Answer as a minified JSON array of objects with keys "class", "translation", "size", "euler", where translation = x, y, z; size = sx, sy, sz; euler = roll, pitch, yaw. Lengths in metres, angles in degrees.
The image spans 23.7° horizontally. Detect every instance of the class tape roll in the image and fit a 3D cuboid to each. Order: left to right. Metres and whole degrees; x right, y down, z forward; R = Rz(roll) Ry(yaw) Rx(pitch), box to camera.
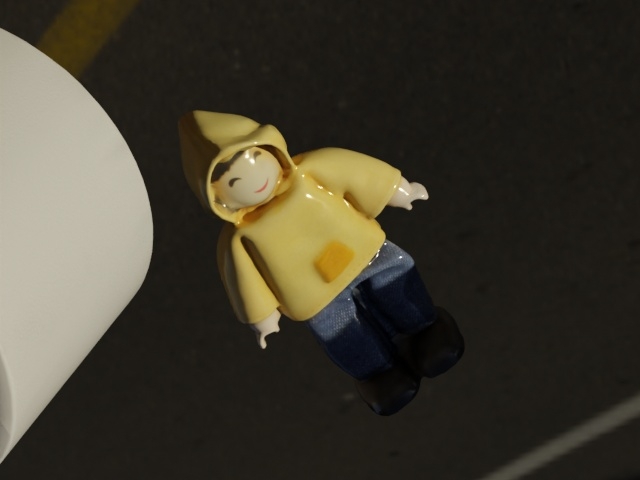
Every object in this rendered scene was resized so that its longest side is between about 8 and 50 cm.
[{"class":"tape roll","translation":[-0.246,0.007,0.913],"size":[0.246,0.169,0.246],"euler":[13,129,17]}]

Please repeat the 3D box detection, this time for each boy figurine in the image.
[{"class":"boy figurine","translation":[0.000,0.000,1.172],"size":[0.177,0.092,0.285],"euler":[-37,119,2]}]
